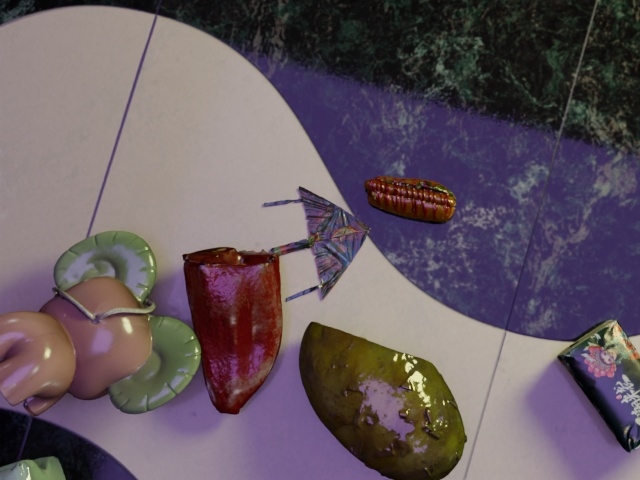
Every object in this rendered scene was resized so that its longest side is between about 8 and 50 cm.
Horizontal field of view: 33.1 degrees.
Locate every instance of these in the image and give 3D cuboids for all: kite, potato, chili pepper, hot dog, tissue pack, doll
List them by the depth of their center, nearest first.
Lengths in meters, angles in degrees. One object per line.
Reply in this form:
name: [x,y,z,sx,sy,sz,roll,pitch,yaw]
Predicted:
tissue pack: [0.435,0.211,1.570,0.103,0.090,0.170,-34,83,-2]
potato: [0.086,0.228,1.573,0.298,0.141,0.176,44,80,7]
doll: [-0.335,0.137,1.580,0.268,0.216,0.284,-30,75,-5]
chili pepper: [-0.121,0.134,1.627,0.136,0.144,0.252,-2,94,46]
hot dog: [0.136,-0.067,1.650,0.144,0.038,0.062,13,86,6]
kite: [0.000,0.000,1.668,0.160,0.010,0.182,-13,83,4]

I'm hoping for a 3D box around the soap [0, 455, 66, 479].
soap: [-0.579,0.510,1.589,0.446,0.156,0.261,-20,83,2]
